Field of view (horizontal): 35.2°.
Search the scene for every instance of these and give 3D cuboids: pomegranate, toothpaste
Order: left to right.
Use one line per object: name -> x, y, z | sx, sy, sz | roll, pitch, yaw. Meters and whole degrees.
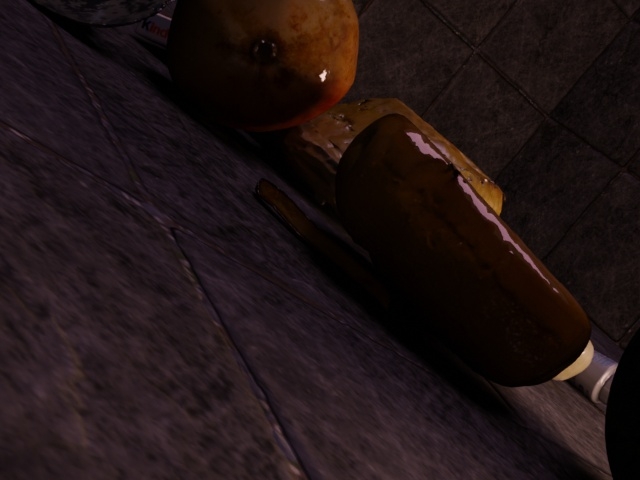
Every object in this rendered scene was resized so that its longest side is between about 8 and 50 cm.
pomegranate -> -0.080, -0.265, 1.338 | 0.252, 0.229, 0.270 | -5, 15, -9
toothpaste -> 0.397, 0.184, 1.655 | 0.299, 0.073, 0.114 | 37, 6, 40

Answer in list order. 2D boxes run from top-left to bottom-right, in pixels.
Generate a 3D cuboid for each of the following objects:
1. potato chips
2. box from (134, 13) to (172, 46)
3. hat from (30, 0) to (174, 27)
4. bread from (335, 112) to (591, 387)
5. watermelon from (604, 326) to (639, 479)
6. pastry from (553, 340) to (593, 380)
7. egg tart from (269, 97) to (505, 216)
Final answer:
potato chips -> 0.000, 0.000, 1.070 | 0.204, 0.026, 0.037 | 41, -4, 18
box -> -0.128, -0.278, 1.606 | 0.273, 0.048, 0.265 | 25, 5, 9
hat -> -0.290, -0.351, 1.254 | 0.265, 0.265, 0.128 | 39, -28, -3
bread -> 0.140, 0.020, 1.105 | 0.337, 0.148, 0.328 | 47, 8, 1
watermelon -> 0.442, 0.187, 0.968 | 0.363, 0.363, 0.363 | 38, 9, -7
pastry -> 0.323, 0.139, 1.474 | 0.156, 0.092, 0.156 | 39, 12, -10
egg tart -> 0.126, -0.085, 1.489 | 0.443, 0.178, 0.443 | 38, 8, -7
